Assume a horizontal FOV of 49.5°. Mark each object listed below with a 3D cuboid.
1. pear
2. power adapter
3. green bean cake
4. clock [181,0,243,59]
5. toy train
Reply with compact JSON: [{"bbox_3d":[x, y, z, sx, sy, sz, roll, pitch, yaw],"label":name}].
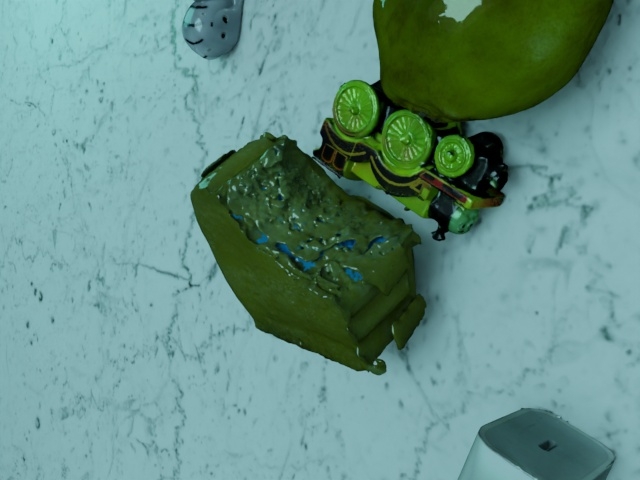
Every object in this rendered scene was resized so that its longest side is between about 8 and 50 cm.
[{"bbox_3d":[0.197,-0.282,0.805,0.269,0.269,0.321,41,98,33],"label":"pear"},{"bbox_3d":[0.222,0.344,0.820,0.124,0.187,0.255,30,109,37],"label":"power adapter"},{"bbox_3d":[0.000,0.000,0.971,0.310,0.202,0.285,22,143,38],"label":"green bean cake"},{"bbox_3d":[-0.205,-0.415,1.230,0.080,0.117,0.176,14,99,40],"label":"clock"},{"bbox_3d":[0.123,-0.117,0.968,0.296,0.100,0.161,37,120,33],"label":"toy train"}]
